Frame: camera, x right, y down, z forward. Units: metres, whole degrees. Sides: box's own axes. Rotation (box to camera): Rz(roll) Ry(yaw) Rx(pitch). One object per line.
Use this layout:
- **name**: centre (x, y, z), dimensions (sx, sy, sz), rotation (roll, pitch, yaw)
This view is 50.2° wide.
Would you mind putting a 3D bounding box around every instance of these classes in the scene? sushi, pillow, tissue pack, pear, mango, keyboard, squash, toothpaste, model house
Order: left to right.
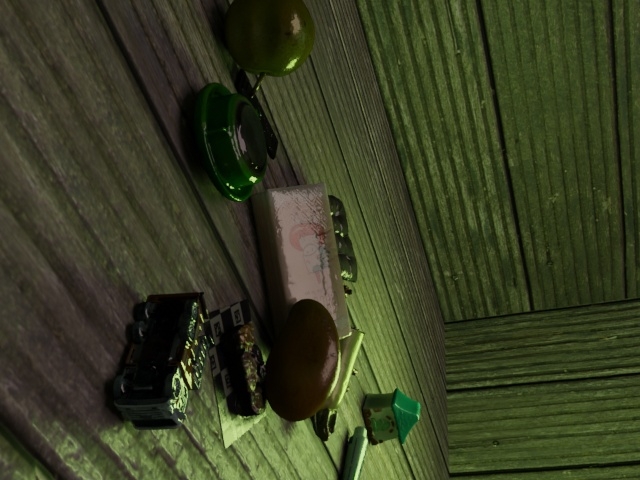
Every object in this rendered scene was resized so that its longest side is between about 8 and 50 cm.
- **sushi**: centre (-0.117, 0.212, 1.146), dimensions (0.192, 0.051, 0.215), rotation (-10, 91, -74)
- **keyboard**: centre (-0.131, -0.263, 1.443), dimensions (0.204, 0.013, 0.061), rotation (65, 23, -45)
- **pear**: centre (-0.102, -0.384, 1.337), dimensions (0.166, 0.180, 0.216), rotation (-175, -89, -73)
- **tissue pack**: centre (-0.036, 0.053, 1.375), dimensions (0.170, 0.071, 0.325), rotation (-10, 91, -45)
- **mango**: centre (-0.030, 0.219, 1.259), dimensions (0.099, 0.136, 0.227), rotation (91, 10, -72)
- **pillow**: centre (0.000, 0.000, 1.602), dimensions (0.326, 0.101, 0.228), rotation (12, 66, -75)
- **squash**: centre (0.009, 0.278, 1.452), dimensions (0.287, 0.137, 0.137), rotation (-71, 149, -44)
- **toothpaste**: centre (0.072, 0.563, 1.618), dimensions (0.297, 0.048, 0.074), rotation (-69, 152, -55)
- **model house**: centre (0.206, 0.495, 1.925), dimensions (0.100, 0.149, 0.127), rotation (-57, 134, -72)

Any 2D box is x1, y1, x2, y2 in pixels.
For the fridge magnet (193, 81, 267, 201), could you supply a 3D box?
- **fridge magnet**: centre (-0.153, -0.169, 1.173), dimensions (0.208, 0.088, 0.208), rotation (-9, 90, -74)

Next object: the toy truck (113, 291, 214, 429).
- **toy truck**: centre (-0.193, 0.162, 0.869), dimensions (0.177, 0.080, 0.115), rotation (-83, 167, -49)

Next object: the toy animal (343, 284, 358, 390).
- **toy animal**: centre (0.053, 0.243, 1.647), dimensions (0.149, 0.054, 0.275), rotation (-54, 142, -55)
